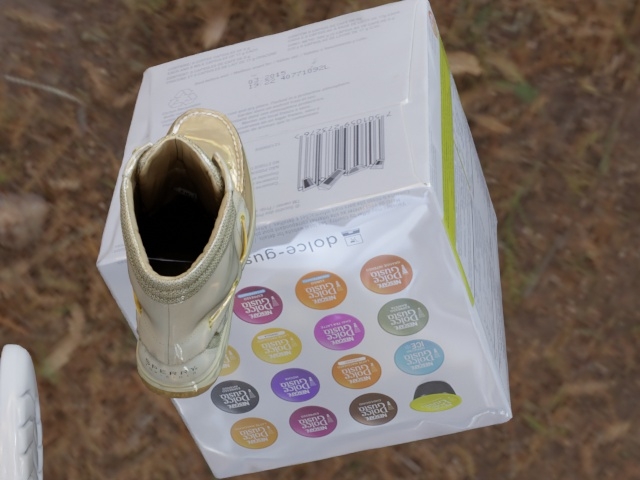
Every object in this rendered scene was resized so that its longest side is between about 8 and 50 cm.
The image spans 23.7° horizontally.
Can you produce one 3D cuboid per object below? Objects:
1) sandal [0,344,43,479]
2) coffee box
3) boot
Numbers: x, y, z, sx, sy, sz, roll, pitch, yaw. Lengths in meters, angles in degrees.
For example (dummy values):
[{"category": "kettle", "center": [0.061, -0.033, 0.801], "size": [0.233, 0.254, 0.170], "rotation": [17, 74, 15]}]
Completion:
[{"category": "sandal", "center": [-0.303, 0.297, 1.366], "size": [0.102, 0.169, 0.416], "rotation": [0, 76, -8]}, {"category": "coffee box", "center": [0.000, 0.000, 1.639], "size": [0.337, 0.338, 0.334], "rotation": [-13, 128, 13]}, {"category": "boot", "center": [-0.103, -0.034, 1.198], "size": [0.095, 0.262, 0.203], "rotation": [6, 149, 2]}]
